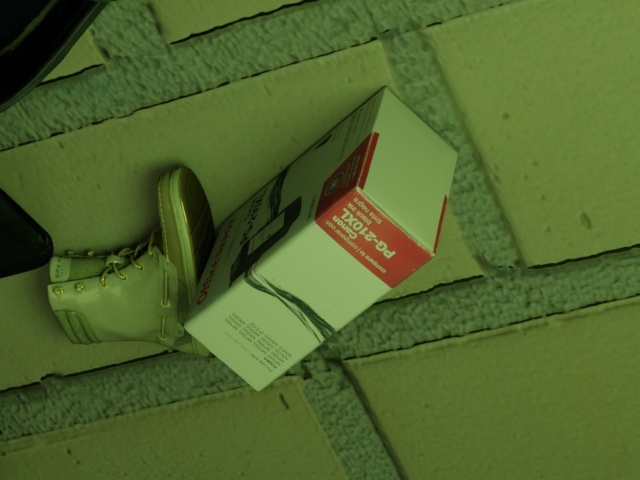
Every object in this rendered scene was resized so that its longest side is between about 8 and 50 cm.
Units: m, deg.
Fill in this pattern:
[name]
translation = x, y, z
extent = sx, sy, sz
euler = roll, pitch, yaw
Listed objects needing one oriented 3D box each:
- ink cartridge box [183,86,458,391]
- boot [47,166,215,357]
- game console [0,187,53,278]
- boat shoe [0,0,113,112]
[ink cartridge box]
translation = 0.000, 0.000, 1.713
extent = 0.100, 0.172, 0.237
euler = 41, 123, -16
[boot]
translation = -0.184, 0.021, 1.829
extent = 0.165, 0.077, 0.213
euler = 3, 128, 12
[game console]
translation = -0.469, -0.020, 1.738
extent = 0.342, 0.060, 0.386
euler = -10, 156, 12
[boat shoe]
translation = -0.203, -0.275, 1.545
extent = 0.187, 0.156, 0.500
euler = 20, 133, -32
